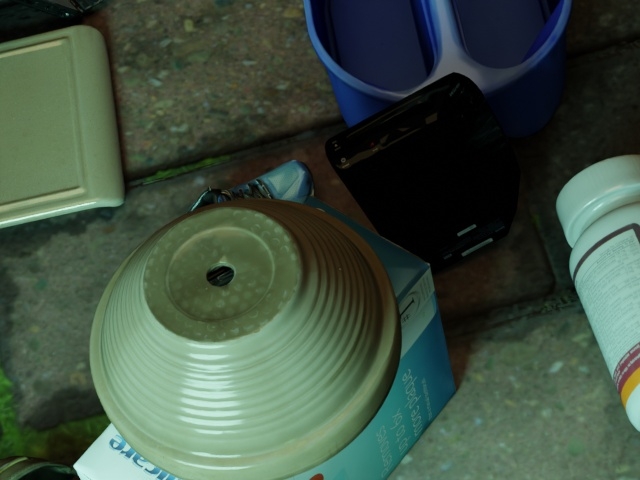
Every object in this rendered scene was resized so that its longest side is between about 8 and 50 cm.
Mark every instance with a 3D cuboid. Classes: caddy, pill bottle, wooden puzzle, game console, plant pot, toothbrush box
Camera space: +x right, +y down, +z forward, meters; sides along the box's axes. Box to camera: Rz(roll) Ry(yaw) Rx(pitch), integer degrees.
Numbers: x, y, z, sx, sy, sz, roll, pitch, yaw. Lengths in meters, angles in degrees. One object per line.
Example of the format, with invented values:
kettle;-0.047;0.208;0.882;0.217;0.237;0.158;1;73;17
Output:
caddy;0.104;-0.241;1.810;0.241;0.179;0.341;-13;56;3
pill bottle;0.279;0.044;1.628;0.121;0.121;0.221;-17;56;-1
wooden puzzle;-0.314;-0.097;1.880;0.239;0.044;0.221;-10;56;-1
game console;0.000;0.000;1.665;0.361;0.213;0.044;-28;57;5
plant pot;-0.064;0.052;1.435;0.237;0.109;0.237;-6;56;9
toothbrush box;-0.035;0.149;1.562;0.126;0.216;0.295;32;67;27

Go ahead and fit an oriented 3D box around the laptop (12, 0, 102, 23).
laptop;-0.325;-0.429;1.984;0.382;0.408;0.236;45;108;31

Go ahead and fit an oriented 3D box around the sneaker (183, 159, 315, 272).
sneaker;-0.074;-0.022;1.764;0.162;0.073;0.063;-36;58;-13

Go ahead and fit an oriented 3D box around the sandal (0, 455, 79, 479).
sandal;-0.264;0.223;1.608;0.303;0.120;0.086;-15;65;1
